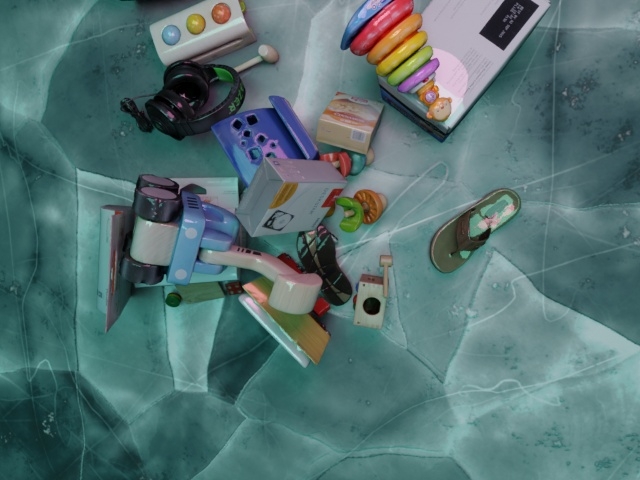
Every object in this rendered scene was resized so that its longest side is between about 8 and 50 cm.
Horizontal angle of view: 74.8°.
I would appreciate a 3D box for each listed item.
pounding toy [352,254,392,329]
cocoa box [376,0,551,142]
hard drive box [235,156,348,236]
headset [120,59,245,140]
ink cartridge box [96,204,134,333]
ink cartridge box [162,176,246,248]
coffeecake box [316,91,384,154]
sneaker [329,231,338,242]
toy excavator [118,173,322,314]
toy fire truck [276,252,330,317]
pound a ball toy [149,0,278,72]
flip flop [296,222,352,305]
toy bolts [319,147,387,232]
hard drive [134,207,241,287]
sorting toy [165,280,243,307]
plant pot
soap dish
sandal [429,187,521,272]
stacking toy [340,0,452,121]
[{"bbox_3d":[0.143,0.137,1.182,0.094,0.181,0.205,8,96,9],"label":"pounding toy"},{"bbox_3d":[0.343,-0.466,1.069,0.231,0.228,0.347,39,100,6],"label":"cocoa box"},{"bbox_3d":[-0.071,-0.110,1.057,0.089,0.232,0.181,51,126,24],"label":"hard drive box"},{"bbox_3d":[-0.397,-0.384,1.209,0.395,0.185,0.243,3,58,17],"label":"headset"},{"bbox_3d":[-0.607,0.061,1.197,0.091,0.385,0.307,4,96,-16],"label":"ink cartridge box"},{"bbox_3d":[-0.382,-0.063,1.305,0.297,0.066,0.260,1,95,9],"label":"ink cartridge box"},{"bbox_3d":[0.084,-0.325,1.146,0.143,0.185,0.068,17,134,7],"label":"coffeecake box"},{"bbox_3d":[0.000,0.000,1.268,0.098,0.038,0.069,31,102,13],"label":"sneaker"},{"bbox_3d":[-0.255,0.020,1.067,0.446,0.433,0.222,11,107,-25],"label":"toy excavator"},{"bbox_3d":[-0.056,0.132,1.257,0.047,0.135,0.192,-38,50,-15],"label":"toy fire truck"},{"bbox_3d":[-0.307,-0.578,1.211,0.320,0.136,0.208,-17,92,11],"label":"pound a ball toy"},{"bbox_3d":[0.010,0.070,1.241,0.112,0.080,0.277,-30,112,-4],"label":"flip flop"},{"bbox_3d":[0.081,-0.165,1.206,0.218,0.159,0.228,19,123,46],"label":"toy bolts"},{"bbox_3d":[-0.396,0.024,1.240,0.319,0.040,0.210,-5,81,10],"label":"hard drive"},{"bbox_3d":[-0.371,0.127,1.307,0.275,0.046,0.132,-12,126,9],"label":"sorting toy"},{"bbox_3d":[-0.131,-0.250,1.171,0.212,0.236,0.235,-33,89,3],"label":"plant pot"},{"bbox_3d":[-0.098,0.220,1.215,0.118,0.229,0.291,-43,87,-7],"label":"soap dish"},{"bbox_3d":[0.426,-0.033,1.169,0.120,0.086,0.303,45,100,3],"label":"sandal"},{"bbox_3d":[0.194,-0.389,0.926,0.175,0.166,0.301,-38,100,2],"label":"stacking toy"}]
